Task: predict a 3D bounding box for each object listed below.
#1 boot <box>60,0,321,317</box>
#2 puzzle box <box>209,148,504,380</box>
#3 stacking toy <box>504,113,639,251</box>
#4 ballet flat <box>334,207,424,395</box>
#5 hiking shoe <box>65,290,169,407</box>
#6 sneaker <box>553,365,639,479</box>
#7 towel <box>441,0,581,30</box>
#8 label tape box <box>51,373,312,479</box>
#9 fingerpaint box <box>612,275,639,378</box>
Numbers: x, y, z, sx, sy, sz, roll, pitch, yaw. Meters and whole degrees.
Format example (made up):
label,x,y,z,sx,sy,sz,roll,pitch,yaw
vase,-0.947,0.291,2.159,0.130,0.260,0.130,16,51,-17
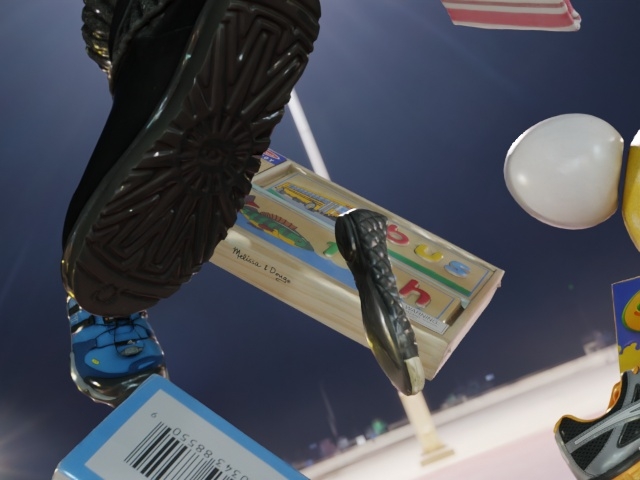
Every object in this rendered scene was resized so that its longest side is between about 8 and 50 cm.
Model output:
label,x,y,z,sx,sy,sz,roll,pitch,yaw
boot,-0.163,-0.125,0.970,0.131,0.260,0.348,30,-88,-46
puzzle box,0.000,0.000,1.254,0.272,0.409,0.052,-35,-29,-64
stacking toy,0.417,-0.039,1.026,0.480,0.350,0.350,5,-4,15
ballet flat,0.057,0.046,0.881,0.049,0.173,0.057,-6,-27,-22
hiking shoe,-0.268,0.087,1.314,0.113,0.304,0.132,-13,-58,-21
sneaker,0.285,0.133,0.875,0.215,0.083,0.084,-31,-24,-21
towel,0.146,-0.265,0.957,0.144,0.197,0.029,17,64,44
label tape box,-0.087,0.293,0.727,0.115,0.249,0.347,-46,-15,-53
fingerpaint box,0.585,0.174,1.228,0.445,0.371,0.163,-19,-44,31
